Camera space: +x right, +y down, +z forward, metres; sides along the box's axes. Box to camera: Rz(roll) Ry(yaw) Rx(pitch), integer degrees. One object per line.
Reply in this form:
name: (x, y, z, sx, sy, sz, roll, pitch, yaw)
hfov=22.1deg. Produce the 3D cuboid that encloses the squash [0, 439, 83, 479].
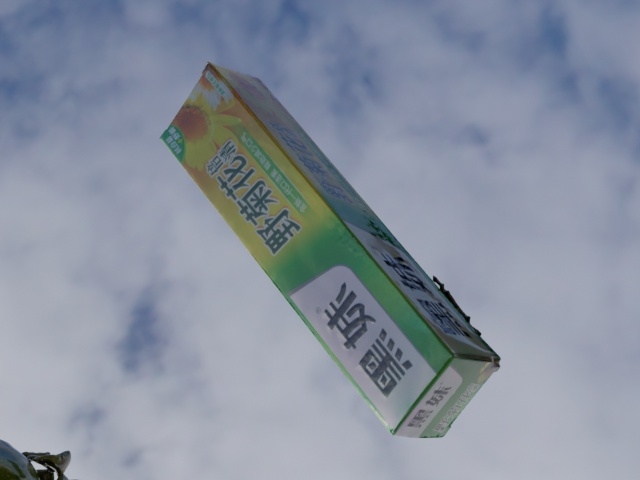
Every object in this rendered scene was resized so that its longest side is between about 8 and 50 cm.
squash: (-0.238, 0.096, 0.735, 0.318, 0.080, 0.071, 26, -74, -36)

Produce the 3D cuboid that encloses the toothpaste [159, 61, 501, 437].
toothpaste: (0.000, 0.000, 0.644, 0.037, 0.043, 0.178, 12, -149, -51)
